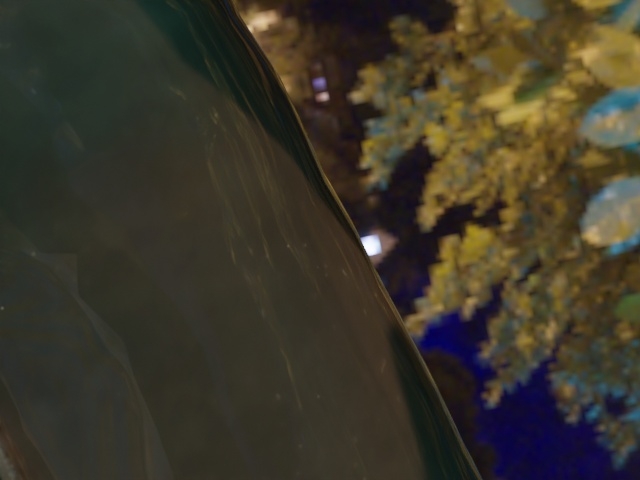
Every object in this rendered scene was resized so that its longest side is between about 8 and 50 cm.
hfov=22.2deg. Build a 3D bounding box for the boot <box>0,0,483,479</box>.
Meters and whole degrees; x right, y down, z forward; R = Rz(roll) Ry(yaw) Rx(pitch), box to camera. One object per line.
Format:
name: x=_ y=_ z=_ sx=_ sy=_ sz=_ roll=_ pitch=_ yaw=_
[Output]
boot: x=-0.002 y=0.001 z=0.419 sx=0.146 sy=0.367 sz=0.445 roll=-77 pitch=144 yaw=-82
